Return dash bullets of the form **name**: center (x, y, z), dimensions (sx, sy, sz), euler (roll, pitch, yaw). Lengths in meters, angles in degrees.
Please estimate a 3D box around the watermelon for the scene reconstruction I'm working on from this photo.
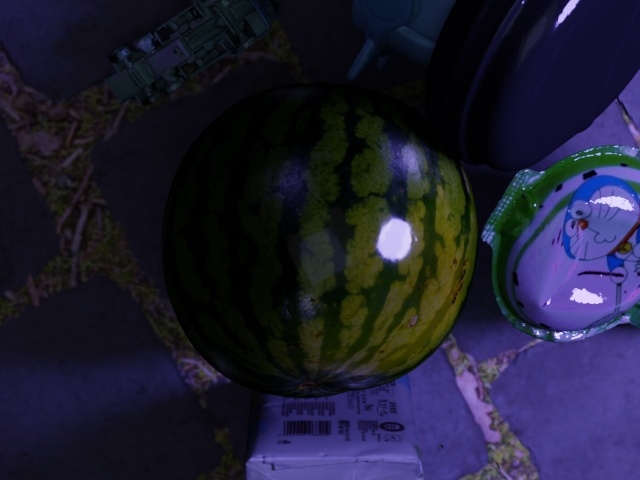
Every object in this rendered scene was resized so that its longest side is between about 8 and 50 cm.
- **watermelon**: center (0.000, 0.000, 1.637), dimensions (0.285, 0.285, 0.285), euler (0, 105, 0)

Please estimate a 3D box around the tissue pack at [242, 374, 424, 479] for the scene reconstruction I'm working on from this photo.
- **tissue pack**: center (0.010, 0.222, 1.724), dimensions (0.159, 0.229, 0.145), euler (-1, 107, -1)

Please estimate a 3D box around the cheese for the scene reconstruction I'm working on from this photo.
- **cheese**: center (0.280, 0.018, 1.709), dimensions (0.320, 0.083, 0.204), euler (23, 106, -32)

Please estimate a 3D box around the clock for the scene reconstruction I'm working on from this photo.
- **clock**: center (0.118, -0.250, 1.599), dimensions (0.094, 0.223, 0.274), euler (33, 109, 9)

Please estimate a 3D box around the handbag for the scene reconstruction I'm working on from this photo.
- **handbag**: center (0.209, -0.179, 1.591), dimensions (0.093, 0.308, 0.254), euler (35, 134, 22)

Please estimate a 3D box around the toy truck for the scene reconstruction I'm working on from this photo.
- **toy truck**: center (-0.117, -0.186, 1.703), dimensions (0.175, 0.081, 0.067), euler (-30, 103, 27)
